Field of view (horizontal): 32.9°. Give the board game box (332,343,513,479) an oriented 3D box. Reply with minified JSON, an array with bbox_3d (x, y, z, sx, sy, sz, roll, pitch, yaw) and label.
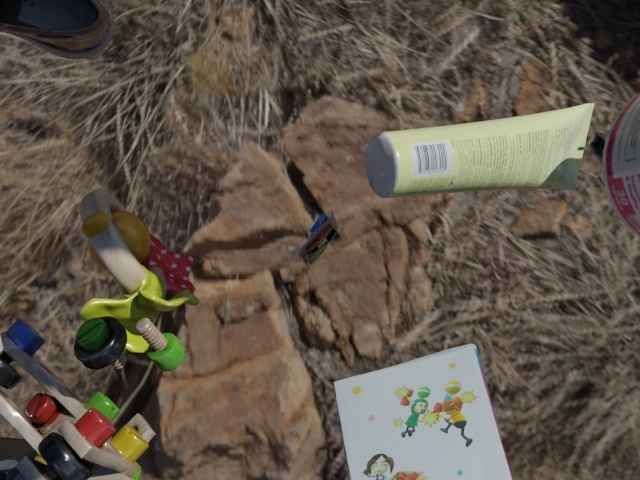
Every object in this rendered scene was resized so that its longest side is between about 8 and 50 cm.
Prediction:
[{"bbox_3d":[0.098,0.250,0.637,0.097,0.303,0.224,-17,136,5],"label":"board game box"}]

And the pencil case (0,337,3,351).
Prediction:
[{"bbox_3d":[-0.385,0.151,0.779,0.410,0.183,0.160,-30,98,40],"label":"pencil case"}]

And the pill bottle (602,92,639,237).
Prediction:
[{"bbox_3d":[0.354,-0.070,0.864,0.160,0.283,0.161,0,89,-9],"label":"pill bottle"}]

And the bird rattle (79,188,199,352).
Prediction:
[{"bbox_3d":[-0.235,0.021,1.402,0.143,0.253,0.207,-25,110,10],"label":"bird rattle"}]

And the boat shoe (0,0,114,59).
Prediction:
[{"bbox_3d":[-0.415,-0.319,1.354,0.324,0.116,0.123,12,88,-14],"label":"boat shoe"}]

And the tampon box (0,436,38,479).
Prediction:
[{"bbox_3d":[-0.457,0.339,1.502,0.161,0.120,0.102,0,100,21],"label":"tampon box"}]

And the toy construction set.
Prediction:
[{"bbox_3d":[-0.274,0.259,1.163,0.237,0.257,0.309,56,51,-40],"label":"toy construction set"}]

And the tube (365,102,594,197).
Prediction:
[{"bbox_3d":[0.159,-0.080,1.041,0.240,0.070,0.062,-8,70,-25],"label":"tube"}]

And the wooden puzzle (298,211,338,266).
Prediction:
[{"bbox_3d":[0.000,0.000,1.420,0.014,0.116,0.079,38,91,14],"label":"wooden puzzle"}]

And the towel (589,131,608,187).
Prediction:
[{"bbox_3d":[0.486,0.002,1.260,0.324,0.312,0.056,9,129,-26],"label":"towel"}]
